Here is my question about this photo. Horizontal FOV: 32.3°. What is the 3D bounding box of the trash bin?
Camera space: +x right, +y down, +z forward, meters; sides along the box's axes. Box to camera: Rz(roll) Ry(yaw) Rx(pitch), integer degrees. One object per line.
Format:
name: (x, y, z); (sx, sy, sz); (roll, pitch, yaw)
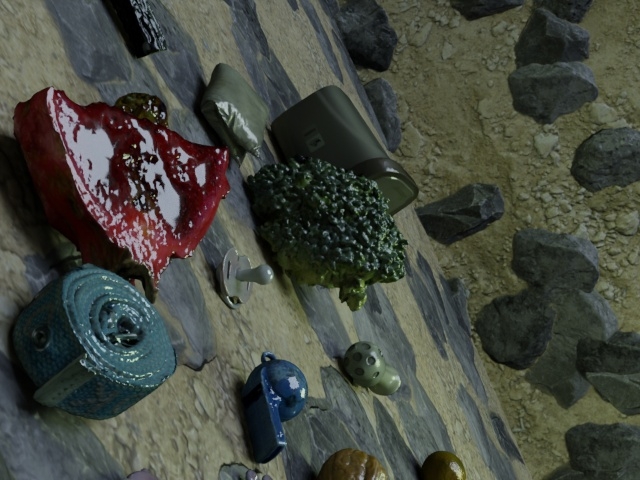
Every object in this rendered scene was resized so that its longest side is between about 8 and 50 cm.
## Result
trash bin: (0.038, -0.159, 2.237); (0.250, 0.219, 0.219); (61, 9, 18)

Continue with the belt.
belt: (-0.208, 0.095, 1.015); (0.163, 0.082, 0.148); (33, 22, -54)

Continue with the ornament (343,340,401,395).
ornament: (0.089, 0.232, 1.986); (0.074, 0.081, 0.156); (33, -6, 27)

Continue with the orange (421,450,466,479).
orange: (0.236, 0.446, 2.132); (0.085, 0.085, 0.095); (60, 2, -19)

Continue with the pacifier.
pacifier: (-0.102, 0.054, 1.544); (0.099, 0.078, 0.082); (38, 51, -65)

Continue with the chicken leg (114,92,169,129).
chicken leg: (-0.227, -0.114, 1.405); (0.093, 0.070, 0.178); (32, 45, -60)

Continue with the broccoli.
broccoli: (0.000, 0.000, 1.894); (0.246, 0.247, 0.288); (103, -32, -45)

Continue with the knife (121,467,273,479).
knife: (-0.100, 0.297, 1.171); (0.132, 0.038, 0.398); (67, 13, 21)

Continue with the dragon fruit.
dragon fruit: (-0.221, -0.030, 1.148); (0.262, 0.134, 0.212); (21, 55, -50)

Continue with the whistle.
whistle: (-0.053, 0.210, 1.421); (0.090, 0.090, 0.158); (47, 21, -53)

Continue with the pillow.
pillow: (-0.147, -0.215, 1.874); (0.134, 0.077, 0.181); (55, 19, -26)

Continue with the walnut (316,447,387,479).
walnut: (0.042, 0.344, 1.526); (0.105, 0.105, 0.124); (61, 28, -17)

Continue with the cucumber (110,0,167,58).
cucumber: (-0.286, -0.356, 1.624); (0.187, 0.058, 0.058); (62, 13, -13)
